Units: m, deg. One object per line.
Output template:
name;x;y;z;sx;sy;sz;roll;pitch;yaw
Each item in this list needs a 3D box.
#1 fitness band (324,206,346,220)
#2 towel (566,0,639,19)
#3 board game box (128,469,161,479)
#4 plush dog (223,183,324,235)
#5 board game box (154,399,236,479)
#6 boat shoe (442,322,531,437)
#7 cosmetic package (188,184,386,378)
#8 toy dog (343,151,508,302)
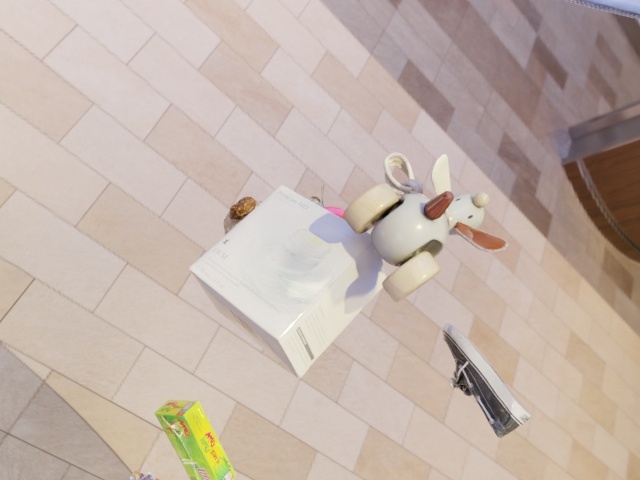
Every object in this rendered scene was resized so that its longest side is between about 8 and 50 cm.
fitness band;0.000;0.000;1.615;0.291;0.054;0.209;-29;54;-29
towel;0.350;-0.404;0.535;0.243;0.040;0.335;2;104;-20
board game box;-0.266;0.467;0.927;0.033;0.133;0.168;-34;127;4
plush dog;-0.108;-0.032;1.226;0.226;0.262;0.210;2;50;-6
board game box;-0.245;0.401;1.056;0.043;0.092;0.181;-41;114;-50
boat shoe;0.364;0.327;1.282;0.113;0.105;0.306;40;12;-46
cosmetic package;-0.050;0.058;0.894;0.225;0.224;0.138;-44;144;-21
toy dog;0.184;-0.046;0.821;0.220;0.161;0.333;45;39;-6
